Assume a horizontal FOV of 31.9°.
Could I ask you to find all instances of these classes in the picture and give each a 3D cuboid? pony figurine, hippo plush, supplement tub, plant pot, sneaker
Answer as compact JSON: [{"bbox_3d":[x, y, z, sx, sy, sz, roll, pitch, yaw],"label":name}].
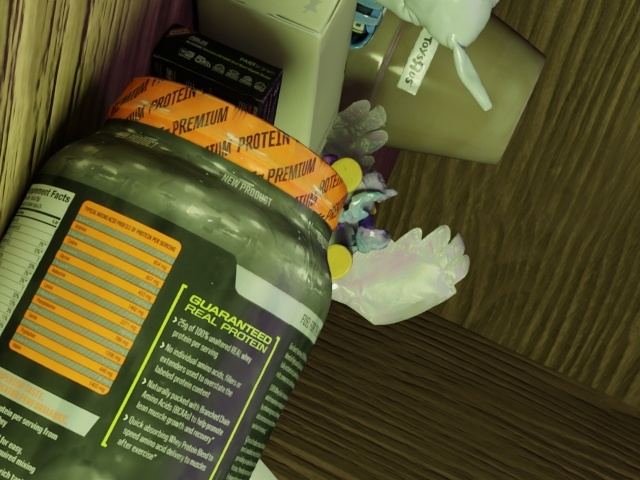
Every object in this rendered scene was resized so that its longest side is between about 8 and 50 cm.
[{"bbox_3d":[0.000,0.000,1.433,0.351,0.303,0.363,-32,174,-4],"label":"pony figurine"},{"bbox_3d":[0.104,-0.345,1.292,0.236,0.234,0.294,26,83,-59],"label":"hippo plush"},{"bbox_3d":[-0.125,0.083,0.702,0.338,0.207,0.207,-63,174,-10],"label":"supplement tub"},{"bbox_3d":[0.195,-0.264,1.789,0.323,0.280,0.323,24,90,-85],"label":"plant pot"},{"bbox_3d":[0.064,-0.315,1.518,0.059,0.053,0.144,-59,171,-31],"label":"sneaker"}]

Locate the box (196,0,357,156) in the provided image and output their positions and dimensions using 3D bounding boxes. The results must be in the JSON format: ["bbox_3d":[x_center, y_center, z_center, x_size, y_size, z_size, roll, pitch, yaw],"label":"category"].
[{"bbox_3d":[-0.039,-0.157,0.970,0.275,0.113,0.094,104,12,-67],"label":"box"}]

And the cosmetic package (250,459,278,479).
[{"bbox_3d":[-0.151,0.300,0.986,0.377,0.097,0.284,57,47,-40],"label":"cosmetic package"}]

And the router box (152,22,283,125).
[{"bbox_3d":[-0.083,-0.102,0.876,0.122,0.092,0.038,106,11,-59],"label":"router box"}]
